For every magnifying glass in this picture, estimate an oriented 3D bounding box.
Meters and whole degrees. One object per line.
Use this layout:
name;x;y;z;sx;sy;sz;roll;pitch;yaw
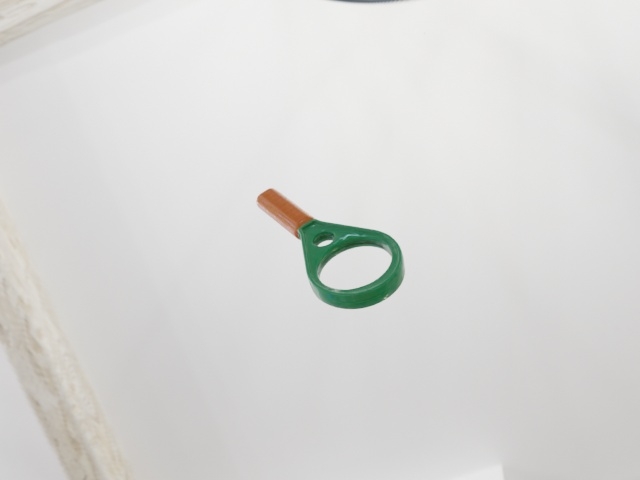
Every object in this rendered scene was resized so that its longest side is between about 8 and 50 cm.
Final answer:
magnifying glass;0.000;0.000;0.855;0.092;0.231;0.026;-32;-50;-16
